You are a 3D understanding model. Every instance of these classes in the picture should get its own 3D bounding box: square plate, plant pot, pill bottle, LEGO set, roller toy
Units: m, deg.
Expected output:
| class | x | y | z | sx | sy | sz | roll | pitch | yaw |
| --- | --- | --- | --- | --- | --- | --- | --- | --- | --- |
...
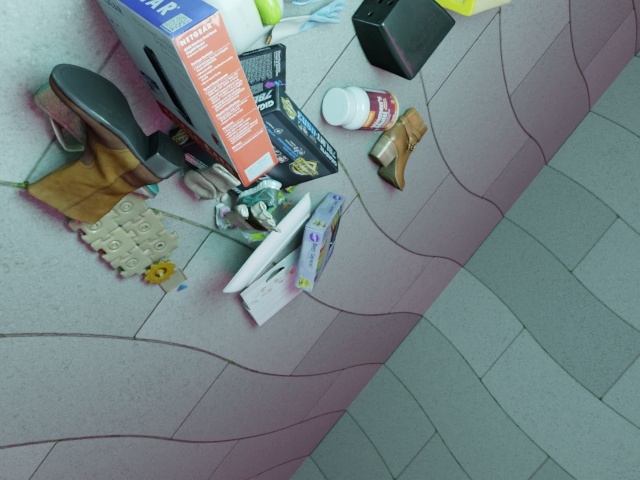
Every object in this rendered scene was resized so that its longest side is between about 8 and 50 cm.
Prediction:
| class | x | y | z | sx | sy | sz | roll | pitch | yaw |
| --- | --- | --- | --- | --- | --- | --- | --- | --- | --- |
| square plate | -0.132 | 0.013 | 1.382 | 0.344 | 0.049 | 0.347 | -49 | -179 | 0 |
| plant pot | 0.197 | -0.564 | 1.228 | 0.187 | 0.188 | 0.167 | -52 | 135 | 6 |
| pill bottle | 0.117 | -0.379 | 1.364 | 0.221 | 0.121 | 0.121 | -11 | 132 | -44 |
| LEGO set | -0.158 | -0.078 | 1.365 | 0.286 | 0.107 | 0.132 | -27 | 142 | -30 |
| roller toy | -0.179 | -0.451 | 0.875 | 0.146 | 0.209 | 0.191 | -44 | 112 | -7 |

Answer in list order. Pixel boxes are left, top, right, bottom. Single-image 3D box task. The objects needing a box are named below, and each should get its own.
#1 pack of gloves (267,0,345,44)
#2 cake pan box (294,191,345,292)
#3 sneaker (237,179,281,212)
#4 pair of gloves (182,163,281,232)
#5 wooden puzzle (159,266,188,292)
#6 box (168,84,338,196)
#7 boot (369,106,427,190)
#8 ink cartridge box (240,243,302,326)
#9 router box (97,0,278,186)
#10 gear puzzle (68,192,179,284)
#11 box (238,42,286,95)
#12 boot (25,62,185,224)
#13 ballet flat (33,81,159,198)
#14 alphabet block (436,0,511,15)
| class | x | y | z | sx | sy | sz | roll | pitch | yaw |
| --- | --- | --- | --- | --- | --- | --- | --- | --- | --- |
| pack of gloves | 0.009 | -0.520 | 1.057 | 0.232 | 0.046 | 0.195 | -36 | -178 | -31 |
| cake pan box | 0.000 | 0.000 | 1.566 | 0.267 | 0.070 | 0.246 | -58 | 165 | -56 |
| sneaker | -0.163 | -0.094 | 1.213 | 0.064 | 0.076 | 0.166 | 12 | 155 | -36 |
| pair of gloves | -0.220 | -0.091 | 1.146 | 0.240 | 0.204 | 0.042 | 43 | 63 | -33 |
| wooden puzzle | -0.420 | 0.109 | 1.339 | 0.078 | 0.014 | 0.116 | -29 | 143 | -20 |
| box | -0.148 | -0.210 | 1.119 | 0.293 | 0.074 | 0.295 | -15 | 155 | 22 |
| boot | 0.292 | -0.316 | 1.677 | 0.220 | 0.109 | 0.283 | -51 | 141 | -4 |
| ink cartridge box | -0.154 | 0.146 | 1.652 | 0.275 | 0.060 | 0.239 | -39 | 145 | -16 |
| router box | -0.238 | -0.294 | 0.833 | 0.082 | 0.335 | 0.301 | -39 | 145 | -14 |
| gear puzzle | -0.448 | 0.002 | 1.165 | 0.175 | 0.044 | 0.339 | -34 | 144 | -10 |
| box | -0.152 | -0.390 | 1.119 | 0.162 | 0.029 | 0.116 | -27 | 143 | -29 |
| boot | -0.435 | -0.159 | 0.861 | 0.280 | 0.096 | 0.264 | -23 | 147 | 23 |
| ballet flat | -0.442 | -0.187 | 0.943 | 0.106 | 0.108 | 0.316 | -23 | 139 | -2 |
| alphabet block | 0.410 | -0.742 | 1.271 | 0.197 | 0.192 | 0.194 | -30 | 141 | -29 |
